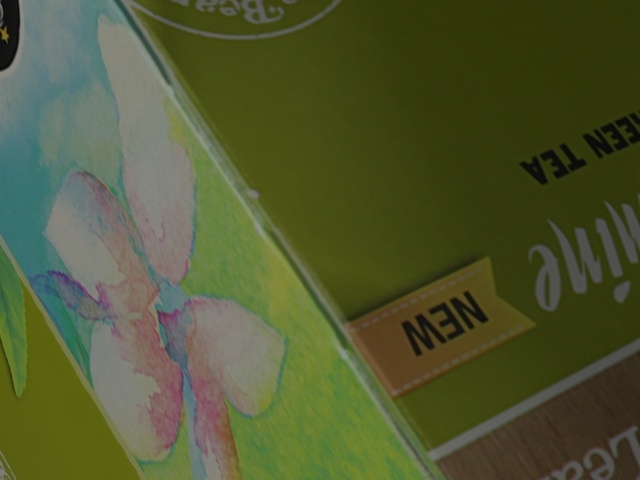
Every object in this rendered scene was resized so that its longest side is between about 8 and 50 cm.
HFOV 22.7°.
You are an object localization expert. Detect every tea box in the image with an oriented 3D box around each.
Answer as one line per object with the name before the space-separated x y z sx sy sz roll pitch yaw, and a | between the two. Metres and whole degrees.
tea box | 0.000 0.000 0.524 0.323 0.220 0.329 54 149 19
